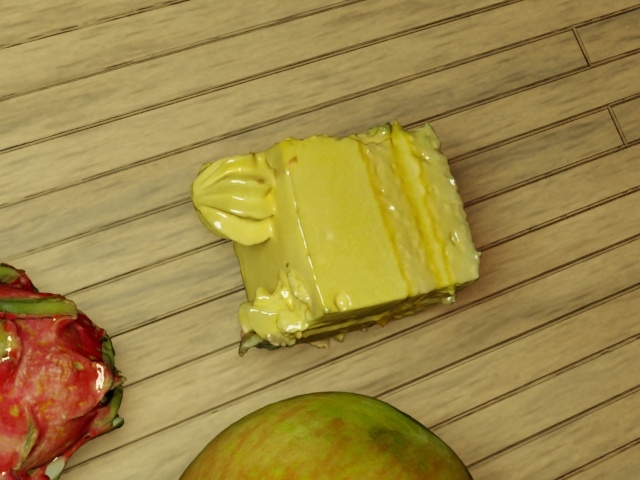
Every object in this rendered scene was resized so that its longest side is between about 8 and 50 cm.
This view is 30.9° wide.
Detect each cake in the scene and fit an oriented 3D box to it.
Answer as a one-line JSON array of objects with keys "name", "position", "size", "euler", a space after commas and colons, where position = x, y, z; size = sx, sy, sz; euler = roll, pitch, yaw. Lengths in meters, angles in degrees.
[{"name": "cake", "position": [0.000, 0.000, 1.349], "size": [0.286, 0.222, 0.227], "euler": [-13, 79, -21]}]

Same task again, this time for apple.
[{"name": "apple", "position": [0.005, 0.322, 1.210], "size": [0.340, 0.339, 0.339], "euler": [5, 75, -17]}]

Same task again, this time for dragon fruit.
[{"name": "dragon fruit", "position": [-0.346, 0.146, 1.194], "size": [0.303, 0.237, 0.231], "euler": [-6, 103, -31]}]
